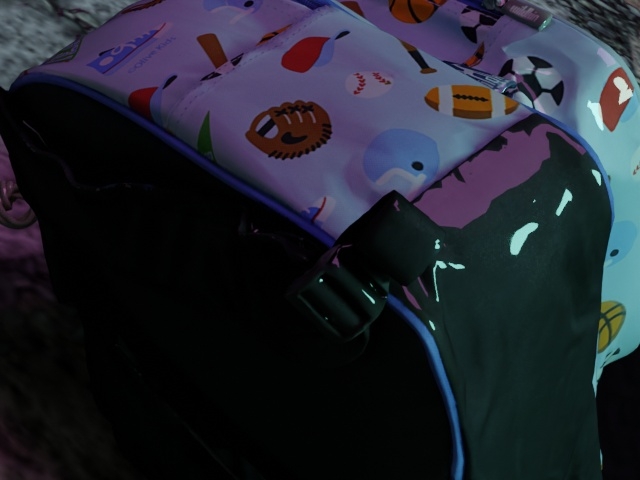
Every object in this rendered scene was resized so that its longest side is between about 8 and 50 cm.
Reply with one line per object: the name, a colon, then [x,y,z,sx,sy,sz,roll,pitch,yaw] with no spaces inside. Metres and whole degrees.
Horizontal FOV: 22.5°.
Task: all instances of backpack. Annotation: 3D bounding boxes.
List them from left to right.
backpack: [0.000,0.000,0.670,0.263,0.276,0.213,28,54,29]

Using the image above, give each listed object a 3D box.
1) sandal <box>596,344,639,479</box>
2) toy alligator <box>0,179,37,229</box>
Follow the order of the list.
sandal: [0.208,0.110,0.826,0.107,0.167,0.446,28,25,-46]
toy alligator: [-0.189,-0.062,0.802,0.189,0.056,0.051,47,-8,24]
